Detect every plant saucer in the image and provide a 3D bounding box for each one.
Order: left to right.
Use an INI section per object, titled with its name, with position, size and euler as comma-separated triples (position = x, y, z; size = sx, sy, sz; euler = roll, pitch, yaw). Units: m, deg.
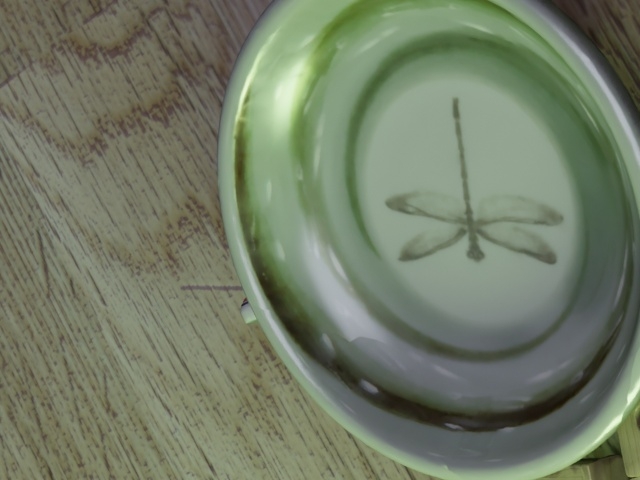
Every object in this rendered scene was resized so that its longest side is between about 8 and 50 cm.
[plant saucer]
position = 0.099, -0.024, 1.319
size = 0.400, 0.100, 0.400
euler = 17, 118, 36

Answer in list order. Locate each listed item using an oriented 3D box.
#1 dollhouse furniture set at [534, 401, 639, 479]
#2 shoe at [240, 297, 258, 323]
[dollhouse furniture set]
position = 0.256, 0.161, 1.350
size = 0.183, 0.129, 0.129
euler = -13, 88, 57
[shoe]
position = 0.000, 0.000, 1.478
size = 0.178, 0.063, 0.081
euler = -28, 81, 21
